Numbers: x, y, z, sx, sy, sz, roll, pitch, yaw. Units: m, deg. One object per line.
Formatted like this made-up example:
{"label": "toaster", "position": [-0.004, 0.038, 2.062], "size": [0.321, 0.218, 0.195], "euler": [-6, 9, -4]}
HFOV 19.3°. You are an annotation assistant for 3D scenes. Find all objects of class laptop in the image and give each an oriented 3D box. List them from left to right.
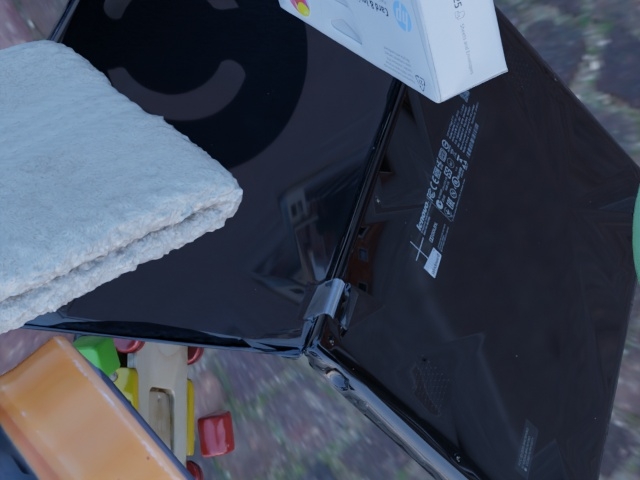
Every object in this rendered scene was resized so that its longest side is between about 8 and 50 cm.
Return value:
{"label": "laptop", "position": [0.000, 0.000, 1.309], "size": [0.408, 0.236, 0.382], "euler": [44, 44, -25]}

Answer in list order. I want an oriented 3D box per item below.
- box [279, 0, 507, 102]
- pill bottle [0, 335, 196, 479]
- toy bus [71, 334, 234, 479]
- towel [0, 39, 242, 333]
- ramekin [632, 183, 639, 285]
{"label": "box", "position": [0.007, -0.163, 0.758], "size": [0.038, 0.145, 0.186], "euler": [-25, 121, -18]}
{"label": "pill bottle", "position": [-0.140, 0.135, 0.535], "size": [0.246, 0.130, 0.130], "euler": [-39, 95, -8]}
{"label": "toy bus", "position": [-0.154, 0.121, 1.392], "size": [0.104, 0.202, 0.191], "euler": [-5, 123, 24]}
{"label": "towel", "position": [-0.201, -0.014, 0.994], "size": [0.282, 0.187, 0.049], "euler": [-25, 137, -32]}
{"label": "ramekin", "position": [0.311, 0.015, 0.871], "size": [0.303, 0.148, 0.303], "euler": [-6, 132, -7]}
